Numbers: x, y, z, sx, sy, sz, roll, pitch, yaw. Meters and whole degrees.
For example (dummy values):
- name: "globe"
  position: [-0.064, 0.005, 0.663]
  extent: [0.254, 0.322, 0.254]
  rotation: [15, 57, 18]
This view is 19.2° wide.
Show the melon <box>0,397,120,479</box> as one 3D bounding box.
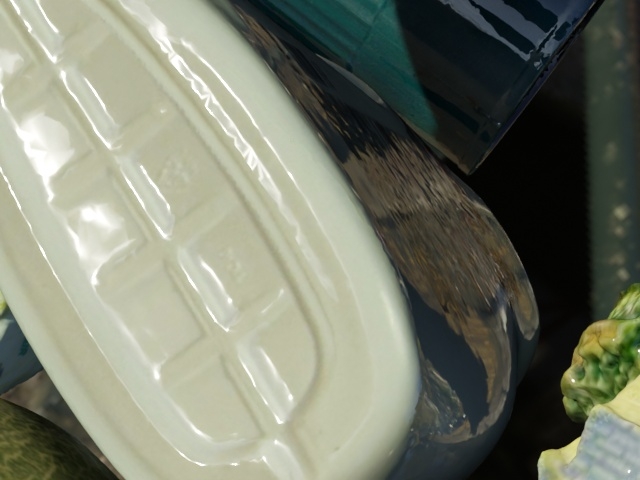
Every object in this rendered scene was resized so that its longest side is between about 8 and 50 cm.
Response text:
- name: "melon"
  position: [-0.180, 0.175, 0.693]
  extent: [0.237, 0.237, 0.301]
  rotation: [53, 39, 7]

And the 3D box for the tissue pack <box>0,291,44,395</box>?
- name: "tissue pack"
  position: [-0.268, -0.015, 2.055]
  extent: [0.162, 0.287, 0.388]
  rotation: [38, 40, 18]

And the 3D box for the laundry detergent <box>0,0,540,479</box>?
- name: "laundry detergent"
  position: [0.000, 0.000, 0.811]
  extent: [0.264, 0.124, 0.398]
  rotation: [55, 13, 14]

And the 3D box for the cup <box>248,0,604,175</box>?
- name: "cup"
  position: [0.094, -0.256, 1.525]
  extent: [0.292, 0.242, 0.308]
  rotation: [36, 73, 4]

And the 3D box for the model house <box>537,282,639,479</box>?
- name: "model house"
  position: [0.253, 0.230, 1.498]
  extent: [0.266, 0.261, 0.321]
  rotation: [-42, 129, -20]
